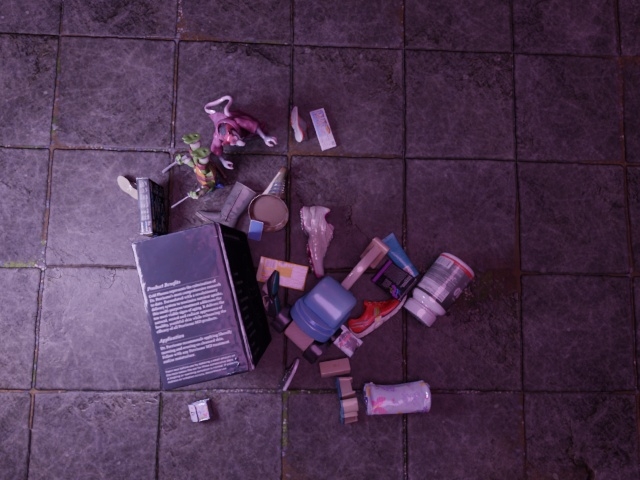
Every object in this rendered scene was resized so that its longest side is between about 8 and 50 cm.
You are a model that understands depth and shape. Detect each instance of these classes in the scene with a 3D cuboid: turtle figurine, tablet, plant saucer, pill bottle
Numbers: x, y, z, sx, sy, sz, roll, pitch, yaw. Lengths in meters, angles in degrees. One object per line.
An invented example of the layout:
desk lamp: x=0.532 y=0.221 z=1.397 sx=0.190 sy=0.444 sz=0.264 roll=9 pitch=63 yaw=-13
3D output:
turtle figurine: x=-0.515 y=-0.269 z=1.642 sx=0.275 sy=0.266 sz=0.197 roll=7 pitch=53 yaw=-7
tablet: x=-0.272 y=-0.042 z=1.756 sx=0.054 sy=0.006 sz=0.083 roll=14 pitch=109 yaw=0
plant saucer: x=-0.213 y=-0.117 z=1.739 sx=0.169 sy=0.029 sz=0.168 roll=3 pitch=116 yaw=6
pill bottle: x=0.477 y=0.203 z=1.708 sx=0.161 sy=0.161 sz=0.283 roll=40 pitch=85 yaw=1

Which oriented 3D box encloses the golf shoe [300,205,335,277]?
golf shoe: x=0.000 y=0.000 z=1.731 sx=0.140 sy=0.115 sz=0.306 roll=-9 pitch=86 yaw=-7

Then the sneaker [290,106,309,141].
sneaker: x=-0.084 y=-0.500 z=1.807 sx=0.065 sy=0.061 sz=0.157 roll=-8 pitch=86 yaw=-30

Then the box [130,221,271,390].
box: x=-0.390 y=0.209 z=1.497 sx=0.298 sy=0.480 sz=0.471 roll=-12 pitch=87 yaw=-1

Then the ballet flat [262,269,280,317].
ballet flat: x=-0.204 y=0.218 z=1.708 sx=0.074 sy=0.074 sz=0.203 roll=-2 pitch=103 yaw=-3

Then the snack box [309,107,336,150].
snack box: x=0.011 y=-0.481 z=1.817 sx=0.064 sy=0.022 sz=0.178 roll=-18 pitch=86 yaw=-3

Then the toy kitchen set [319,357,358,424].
toy kitchen set: x=0.073 y=0.617 z=1.703 sx=0.122 sy=0.166 sz=0.207 roll=-8 pitch=49 yaw=-4

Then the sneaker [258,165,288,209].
sneaker: x=-0.176 y=-0.212 z=1.765 sx=0.086 sy=0.064 sz=0.192 roll=36 pitch=90 yaw=0

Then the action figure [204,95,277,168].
action figure: x=-0.326 y=-0.445 z=1.622 sx=0.248 sy=0.370 sz=0.275 roll=-26 pitch=107 yaw=9

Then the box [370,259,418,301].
box: x=0.302 y=0.164 z=1.724 sx=0.116 sy=0.029 sz=0.162 roll=-48 pitch=49 yaw=-6

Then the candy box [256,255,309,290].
candy box: x=-0.159 y=0.138 z=1.750 sx=0.206 sy=0.027 sz=0.105 roll=13 pitch=88 yaw=-1

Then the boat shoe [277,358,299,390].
boat shoe: x=-0.129 y=0.542 z=1.705 sx=0.040 sy=0.049 sz=0.142 roll=26 pitch=86 yaw=0

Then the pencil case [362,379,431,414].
pencil case: x=0.304 y=0.633 z=1.686 sx=0.273 sy=0.113 sz=0.124 roll=-1 pitch=65 yaw=-2

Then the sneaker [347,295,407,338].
sneaker: x=0.232 y=0.285 z=1.721 sx=0.279 sy=0.107 sz=0.118 roll=-36 pitch=80 yaw=-7

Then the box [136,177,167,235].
box: x=-0.672 y=-0.124 z=1.676 sx=0.051 sy=0.175 sz=0.220 roll=-6 pitch=86 yaw=-3

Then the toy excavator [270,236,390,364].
toy excavator: x=0.078 y=0.204 z=1.632 sx=0.222 sy=0.433 sz=0.445 roll=43 pitch=112 yaw=9

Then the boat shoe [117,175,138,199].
boat shoe: x=-0.789 y=-0.221 z=1.748 sx=0.133 sy=0.042 sz=0.049 roll=39 pitch=109 yaw=2

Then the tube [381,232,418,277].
tube: x=0.333 y=0.072 z=1.772 sx=0.080 sy=0.052 sz=0.207 roll=-33 pitch=82 yaw=-11

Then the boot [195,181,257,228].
boot: x=-0.392 y=-0.152 z=1.742 sx=0.190 sy=0.076 sz=0.208 roll=27 pitch=91 yaw=-14

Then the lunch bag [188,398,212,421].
lunch bag: x=-0.482 y=0.682 z=1.674 sx=0.083 sy=0.053 sz=0.071 roll=-14 pitch=84 yaw=5

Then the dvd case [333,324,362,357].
dvd case: x=0.105 y=0.416 z=1.745 sx=0.119 sy=0.013 sz=0.087 roll=41 pitch=84 yaw=2
